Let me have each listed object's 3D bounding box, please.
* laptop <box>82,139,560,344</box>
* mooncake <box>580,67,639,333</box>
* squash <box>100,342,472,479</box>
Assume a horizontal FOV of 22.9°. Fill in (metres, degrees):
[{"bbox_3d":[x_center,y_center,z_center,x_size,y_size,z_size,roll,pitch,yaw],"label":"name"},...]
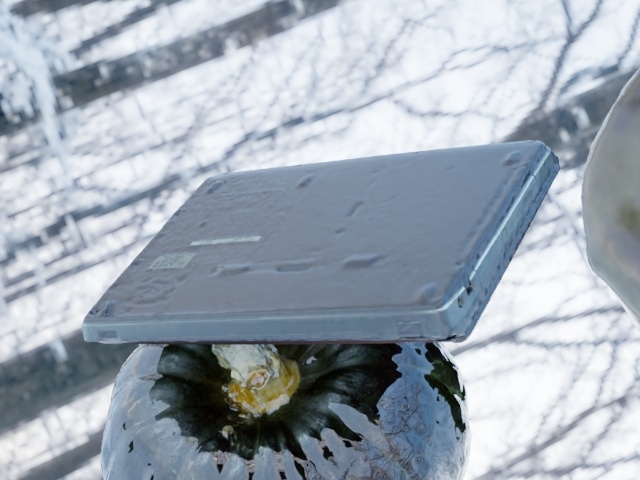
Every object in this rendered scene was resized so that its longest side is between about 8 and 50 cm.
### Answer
[{"bbox_3d":[0.000,0.000,0.768,0.207,0.154,0.026,-3,-56,32],"label":"laptop"},{"bbox_3d":[0.311,-0.029,1.008,0.284,0.284,0.155,45,-2,45],"label":"mooncake"},{"bbox_3d":[-0.018,0.103,0.824,0.193,0.193,0.156,58,-27,21],"label":"squash"}]
